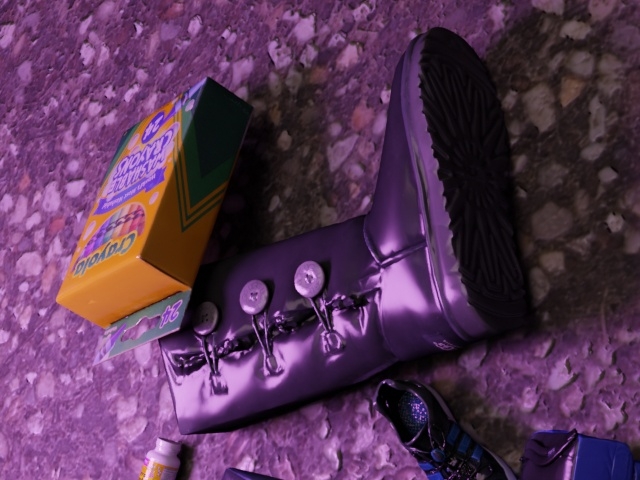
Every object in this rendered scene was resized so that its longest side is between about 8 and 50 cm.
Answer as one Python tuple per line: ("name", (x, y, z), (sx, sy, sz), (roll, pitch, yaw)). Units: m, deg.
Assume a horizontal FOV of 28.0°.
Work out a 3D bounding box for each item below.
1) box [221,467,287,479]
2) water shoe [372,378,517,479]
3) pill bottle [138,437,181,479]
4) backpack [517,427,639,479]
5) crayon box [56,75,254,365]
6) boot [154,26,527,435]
("box", (0.079, 0.340, 1.111), (0.294, 0.296, 0.183), (13, 84, 59))
("water shoe", (0.122, 0.221, 1.305), (0.073, 0.080, 0.203), (-54, 50, 13))
("pill bottle", (-0.199, 0.286, 1.575), (0.043, 0.043, 0.083), (15, 86, 42))
("backpack", (0.240, 0.230, 1.194), (0.120, 0.101, 0.098), (163, 124, -71))
("crayon box", (-0.208, -0.024, 1.566), (0.203, 0.083, 0.323), (-24, 41, 47))
("boot", (0.000, 0.002, 1.455), (0.445, 0.146, 0.367), (-26, 55, 39))
